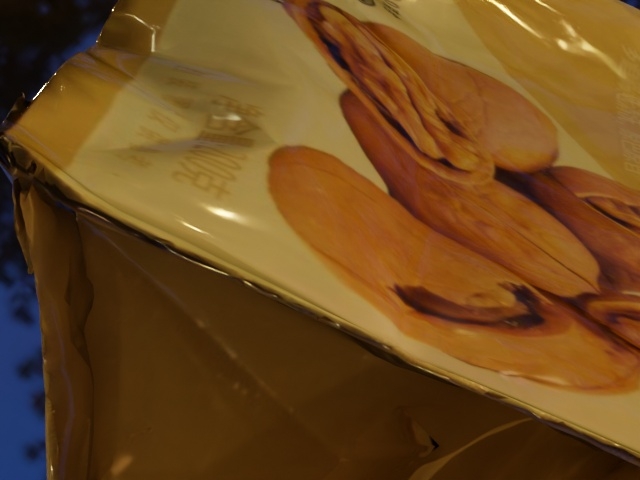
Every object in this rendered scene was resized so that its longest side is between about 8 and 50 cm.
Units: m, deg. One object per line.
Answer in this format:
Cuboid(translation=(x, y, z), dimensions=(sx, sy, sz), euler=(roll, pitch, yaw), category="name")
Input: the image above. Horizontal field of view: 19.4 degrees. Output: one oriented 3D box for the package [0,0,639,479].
Cuboid(translation=(0.024, 0.038, 0.477), dimensions=(0.311, 0.221, 0.165), euler=(-78, -166, -66), category="package")
